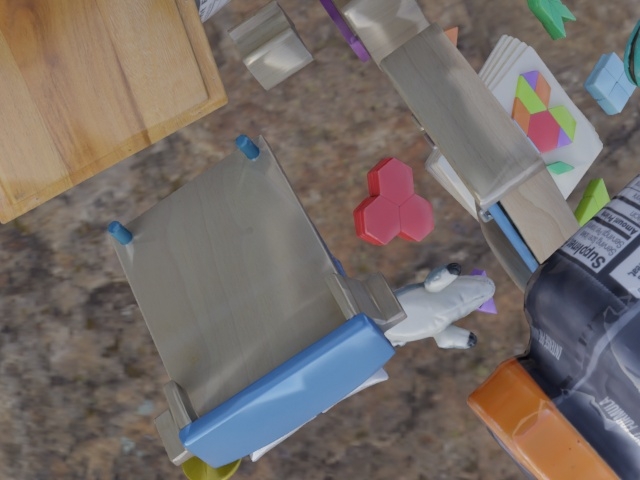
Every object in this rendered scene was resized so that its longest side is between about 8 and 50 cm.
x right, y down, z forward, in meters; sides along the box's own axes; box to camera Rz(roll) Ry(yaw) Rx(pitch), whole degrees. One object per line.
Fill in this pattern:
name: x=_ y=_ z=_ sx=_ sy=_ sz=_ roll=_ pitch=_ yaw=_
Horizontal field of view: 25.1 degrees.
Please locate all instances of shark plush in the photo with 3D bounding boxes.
shark plush: x=0.069 y=0.066 z=1.214 sx=0.161 sy=0.067 sz=0.073 roll=-23 pitch=103 yaw=12

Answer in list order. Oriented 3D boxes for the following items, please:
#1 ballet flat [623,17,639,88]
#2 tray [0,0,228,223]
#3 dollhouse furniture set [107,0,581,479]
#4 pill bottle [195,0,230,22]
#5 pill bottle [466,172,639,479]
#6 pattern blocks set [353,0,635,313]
ballet flat: x=0.300 y=-0.208 z=1.031 sx=0.083 sy=0.087 sz=0.247 roll=43 pitch=66 yaw=-50
tray: x=-0.212 y=-0.211 z=0.979 sx=0.203 sy=0.076 sz=0.411 roll=-30 pitch=138 yaw=-12
dollhouse furniture set: x=0.000 y=0.000 z=1.005 sx=0.303 sy=0.286 sz=0.198 roll=-35 pitch=143 yaw=5
pill bottle: x=-0.155 y=-0.285 z=1.282 sx=0.361 sy=0.204 sz=0.204 roll=-44 pitch=107 yaw=-36
pill bottle: x=0.181 y=0.021 z=0.635 sx=0.245 sy=0.130 sz=0.130 roll=-43 pitch=107 yaw=0
pattern blocks set: x=0.184 y=-0.087 z=1.363 sx=0.285 sy=0.026 sz=0.325 roll=34 pitch=69 yaw=-27
